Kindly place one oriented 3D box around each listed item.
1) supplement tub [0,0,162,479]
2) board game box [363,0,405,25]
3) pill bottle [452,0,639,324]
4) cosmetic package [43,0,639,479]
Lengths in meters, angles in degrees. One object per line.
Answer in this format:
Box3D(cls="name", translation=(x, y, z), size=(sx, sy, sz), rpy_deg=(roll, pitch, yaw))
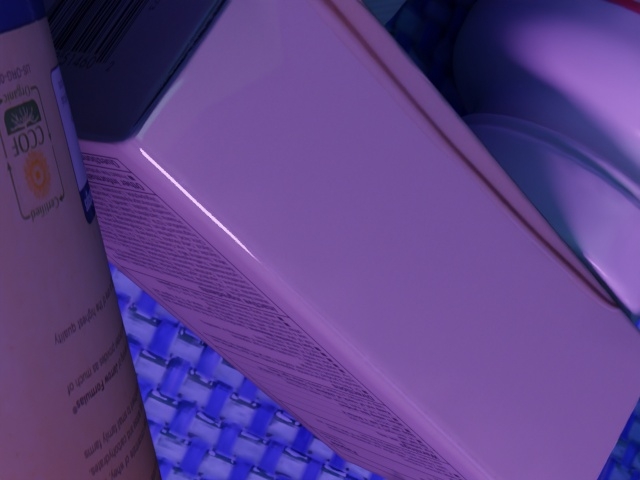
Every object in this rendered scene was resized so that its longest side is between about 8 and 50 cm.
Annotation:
Box3D(cls="supplement tub", translation=(-0.170, 0.062, 0.473), size=(0.228, 0.228, 0.316), rpy_deg=(-21, 105, -35))
Box3D(cls="board game box", translation=(0.009, -0.257, 0.575), size=(0.224, 0.097, 0.303), rpy_deg=(-45, 140, 1))
Box3D(cls="pill bottle", translation=(0.178, -0.116, 0.778), size=(0.176, 0.176, 0.318), rpy_deg=(44, 70, -36))
Box3D(cls="cosmetic package", translation=(0.000, 0.000, 0.667), size=(0.309, 0.160, 0.113), rpy_deg=(44, 71, -38))
